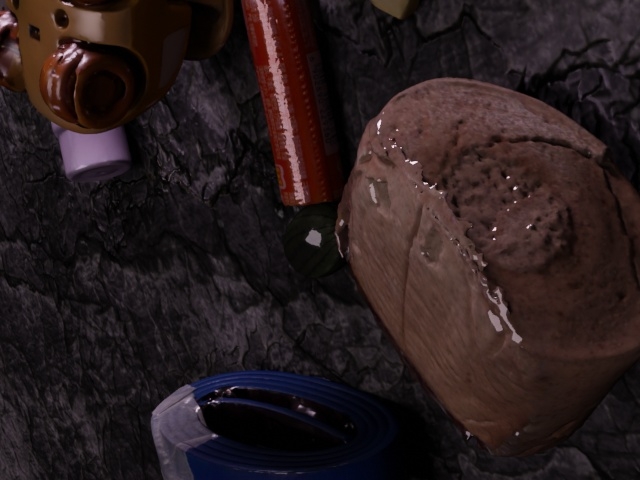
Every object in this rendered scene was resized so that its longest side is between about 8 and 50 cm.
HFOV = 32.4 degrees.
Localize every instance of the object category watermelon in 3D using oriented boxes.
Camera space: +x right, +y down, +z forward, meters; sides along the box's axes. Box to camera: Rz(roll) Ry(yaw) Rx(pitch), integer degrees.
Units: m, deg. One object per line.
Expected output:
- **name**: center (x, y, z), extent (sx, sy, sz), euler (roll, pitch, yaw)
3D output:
- **watermelon**: center (0.000, 0.000, 1.213), extent (0.078, 0.078, 0.111), euler (57, 143, 11)

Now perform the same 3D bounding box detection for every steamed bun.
- **steamed bun**: center (0.160, 0.012, 0.940), extent (0.301, 0.199, 0.251), euler (57, 160, 25)

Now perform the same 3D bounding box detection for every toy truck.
- **toy truck**: center (-0.226, -0.259, 1.134), extent (0.204, 0.211, 0.288), euler (27, 125, 39)

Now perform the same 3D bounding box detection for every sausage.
- **sausage**: center (-0.032, -0.172, 1.156), extent (0.074, 0.074, 0.274), euler (9, 116, 48)

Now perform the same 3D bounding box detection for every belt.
- **belt**: center (-0.051, 0.257, 1.305), extent (0.347, 0.212, 0.117), euler (8, 117, 44)

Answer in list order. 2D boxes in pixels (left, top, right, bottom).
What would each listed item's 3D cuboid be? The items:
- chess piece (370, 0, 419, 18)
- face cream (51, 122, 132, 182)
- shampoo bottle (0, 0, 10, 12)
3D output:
- **chess piece**: center (0.020, -0.286, 1.038), extent (0.200, 0.090, 0.090), euler (33, 134, 20)
- **face cream**: center (-0.327, -0.220, 1.492), extent (0.154, 0.096, 0.274), euler (-23, 78, 56)
- **shampoo bottle**: center (-0.496, -0.375, 1.583), extent (0.104, 0.104, 0.278), euler (21, 125, 43)
